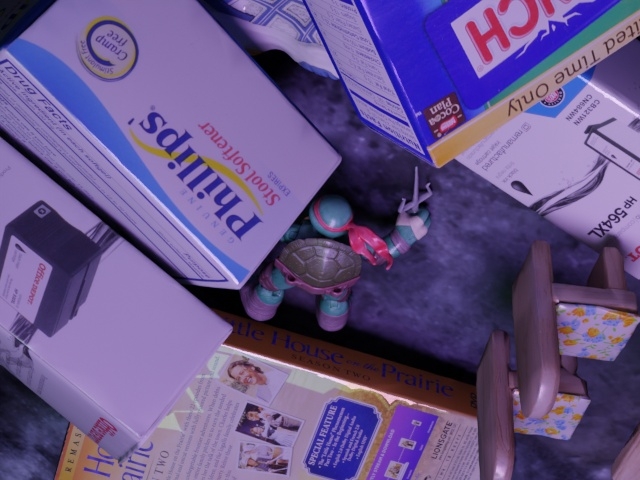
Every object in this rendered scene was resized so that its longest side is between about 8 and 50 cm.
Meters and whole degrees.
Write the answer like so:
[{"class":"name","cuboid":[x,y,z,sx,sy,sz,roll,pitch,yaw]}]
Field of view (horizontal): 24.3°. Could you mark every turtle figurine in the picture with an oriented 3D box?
[{"class":"turtle figurine","cuboid":[0.000,0.000,1.385,0.175,0.118,0.234,24,143,1]}]

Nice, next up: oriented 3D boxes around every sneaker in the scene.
[{"class":"sneaker","cuboid":[-0.006,-0.209,1.161,0.296,0.112,0.131,9,131,28]}]

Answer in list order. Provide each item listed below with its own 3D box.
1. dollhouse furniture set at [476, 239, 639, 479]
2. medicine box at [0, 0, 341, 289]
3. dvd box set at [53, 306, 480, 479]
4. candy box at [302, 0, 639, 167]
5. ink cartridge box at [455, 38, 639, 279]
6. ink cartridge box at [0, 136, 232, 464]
[{"class":"dollhouse furniture set","cuboid":[0.342,0.124,1.149,0.362,0.256,0.394,6,142,-5]},{"class":"medicine box","cuboid":[-0.171,-0.103,1.251,0.263,0.149,0.289,46,160,-22]},{"class":"dvd box set","cuboid":[-0.054,0.231,1.536,0.420,0.062,0.308,16,121,-5]},{"class":"candy box","cuboid":[0.101,-0.250,0.977,0.122,0.268,0.317,43,165,53]},{"class":"ink cartridge box","cuboid":[0.232,-0.081,1.212,0.203,0.086,0.148,32,136,-7]},{"class":"ink cartridge box","cuboid":[-0.244,0.042,1.287,0.307,0.129,0.223,40,162,-2]}]
